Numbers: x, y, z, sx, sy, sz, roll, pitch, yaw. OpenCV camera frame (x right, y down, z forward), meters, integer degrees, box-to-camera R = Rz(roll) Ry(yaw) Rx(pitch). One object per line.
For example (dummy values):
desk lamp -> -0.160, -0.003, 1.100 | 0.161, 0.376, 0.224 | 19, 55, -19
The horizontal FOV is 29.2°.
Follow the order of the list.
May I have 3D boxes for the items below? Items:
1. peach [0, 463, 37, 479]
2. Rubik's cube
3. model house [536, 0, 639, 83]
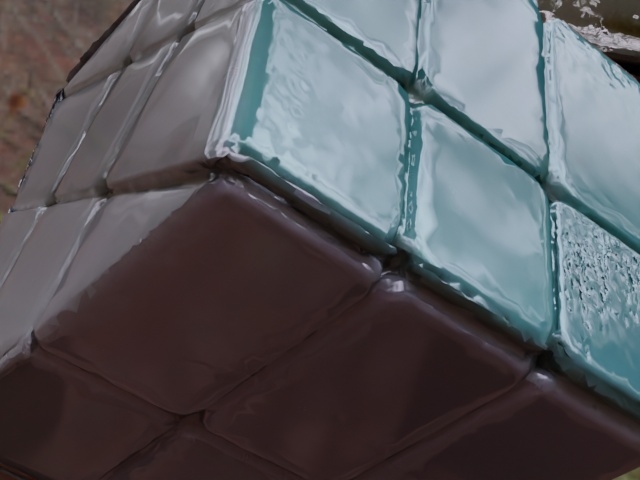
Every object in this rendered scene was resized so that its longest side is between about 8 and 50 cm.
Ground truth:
peach -> -0.137, 0.097, 0.800 | 0.184, 0.184, 0.184 | 6, 5, -1
Rubik's cube -> 0.000, 0.000, 0.552 | 0.225, 0.231, 0.221 | 33, -48, -24
model house -> 0.234, -0.175, 1.032 | 0.297, 0.317, 0.282 | 27, -19, 16
